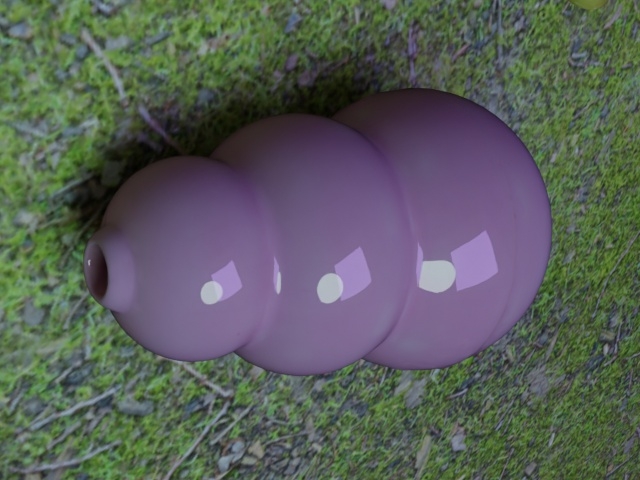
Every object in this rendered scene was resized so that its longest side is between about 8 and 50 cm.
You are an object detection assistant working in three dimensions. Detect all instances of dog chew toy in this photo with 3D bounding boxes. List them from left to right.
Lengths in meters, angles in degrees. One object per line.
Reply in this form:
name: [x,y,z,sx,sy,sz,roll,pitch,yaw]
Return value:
dog chew toy: [0.000,0.000,0.705,0.331,0.206,0.207,-7,121,-34]

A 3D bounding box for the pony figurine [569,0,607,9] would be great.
pony figurine: [0.266,-0.313,0.647,0.302,0.351,0.363,-12,147,-22]
